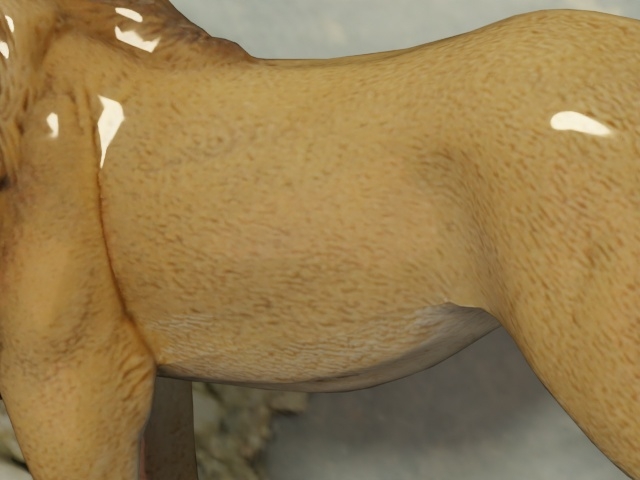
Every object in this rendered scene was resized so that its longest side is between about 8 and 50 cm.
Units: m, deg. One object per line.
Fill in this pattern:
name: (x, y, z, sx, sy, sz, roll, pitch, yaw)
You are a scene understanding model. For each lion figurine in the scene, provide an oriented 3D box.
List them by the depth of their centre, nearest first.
lion figurine: (0.000, 0.000, 0.529, 0.392, 0.142, 0.240, -4, 108, 15)
